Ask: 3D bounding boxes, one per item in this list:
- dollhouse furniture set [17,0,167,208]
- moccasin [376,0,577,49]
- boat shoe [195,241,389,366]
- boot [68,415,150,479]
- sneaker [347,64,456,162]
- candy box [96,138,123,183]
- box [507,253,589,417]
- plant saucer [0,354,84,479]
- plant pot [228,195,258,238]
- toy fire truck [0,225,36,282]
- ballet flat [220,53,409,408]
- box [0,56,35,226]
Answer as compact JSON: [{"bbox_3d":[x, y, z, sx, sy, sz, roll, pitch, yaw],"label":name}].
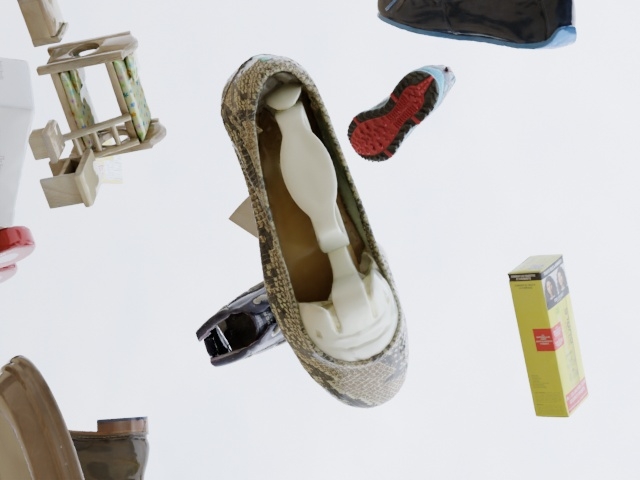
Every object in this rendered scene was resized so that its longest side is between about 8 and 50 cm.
[{"bbox_3d":[-0.232,-0.151,1.247,0.161,0.101,0.182,-86,164,-58],"label":"dollhouse furniture set"},{"bbox_3d":[0.220,-0.339,1.747,0.342,0.138,0.116,16,-66,42],"label":"moccasin"},{"bbox_3d":[-0.046,0.110,2.071,0.127,0.340,0.158,59,13,1],"label":"boat shoe"},{"bbox_3d":[-0.319,0.282,1.571,0.082,0.219,0.106,72,10,-81],"label":"boot"},{"bbox_3d":[0.159,-0.236,2.350,0.262,0.125,0.104,-36,-91,44],"label":"sneaker"},{"bbox_3d":[-0.398,-0.156,2.288,0.206,0.027,0.105,-14,102,-84],"label":"candy box"},{"bbox_3d":[0.342,0.143,1.891,0.058,0.087,0.232,-3,-74,36],"label":"box"},{"bbox_3d":[-0.283,0.252,1.252,0.278,0.041,0.278,34,-50,53],"label":"plant saucer"},{"bbox_3d":[-0.106,-0.054,2.582,0.109,0.109,0.096,33,-84,13],"label":"plant pot"},{"bbox_3d":[-0.617,-0.007,2.026,0.302,0.254,0.169,-37,-108,57],"label":"toy fire truck"},{"bbox_3d":[0.000,0.000,1.565,0.182,0.164,0.482,-164,-126,-77],"label":"ballet flat"},{"bbox_3d":[-0.350,-0.095,1.120,0.091,0.170,0.130,-112,-146,-50],"label":"box"}]
